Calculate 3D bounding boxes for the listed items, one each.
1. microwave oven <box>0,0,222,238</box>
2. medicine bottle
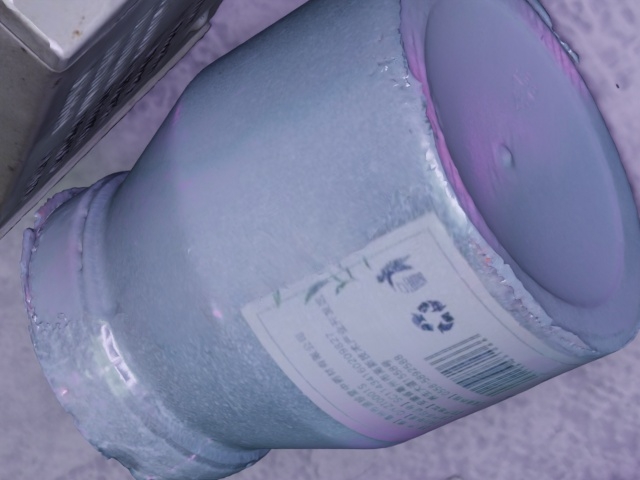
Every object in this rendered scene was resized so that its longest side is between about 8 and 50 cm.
[{"bbox_3d":[-0.220,-0.252,0.908,0.394,0.247,0.333,42,156,-1],"label":"microwave oven"},{"bbox_3d":[0.000,0.000,0.961,0.290,0.245,0.245,-26,95,29],"label":"medicine bottle"}]
